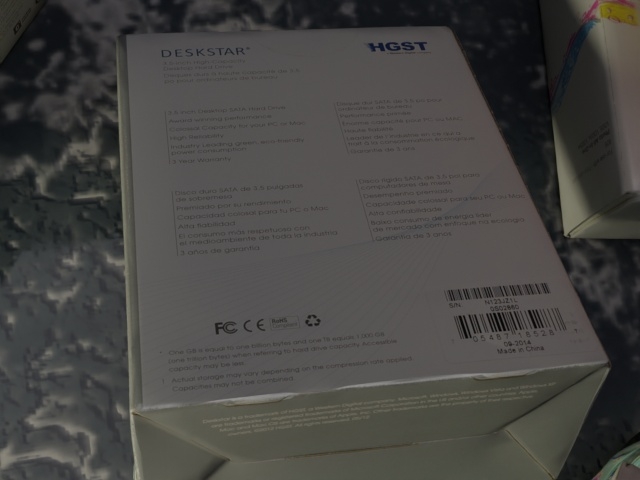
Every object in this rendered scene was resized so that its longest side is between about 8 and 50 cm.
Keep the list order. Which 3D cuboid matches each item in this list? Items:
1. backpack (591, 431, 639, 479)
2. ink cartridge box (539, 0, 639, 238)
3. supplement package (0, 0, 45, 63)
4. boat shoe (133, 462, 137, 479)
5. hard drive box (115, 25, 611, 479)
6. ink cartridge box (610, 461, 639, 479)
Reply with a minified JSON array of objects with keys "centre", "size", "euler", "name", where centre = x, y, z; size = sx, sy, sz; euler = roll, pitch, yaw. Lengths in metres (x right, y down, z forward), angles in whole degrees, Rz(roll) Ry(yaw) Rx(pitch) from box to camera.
[{"centre":[0.220,0.169,0.475],"size":[0.182,0.115,0.152],"euler":[33,75,4],"name":"backpack"},{"centre":[0.219,-0.111,0.563],"size":[0.154,0.093,0.212],"euler":[0,73,-9],"name":"ink cartridge box"},{"centre":[-0.262,-0.148,0.405],"size":[0.198,0.263,0.199],"euler":[29,72,-1],"name":"supplement package"},{"centre":[0.021,0.098,0.478],"size":[0.227,0.081,0.079],"euler":[-12,77,-12],"name":"boat shoe"},{"centre":[0.000,0.000,0.446],"size":[0.181,0.089,0.232],"euler":[-3,46,-9],"name":"hard drive box"},{"centre":[0.135,0.222,0.392],"size":[0.148,0.086,0.203],"euler":[30,109,18],"name":"ink cartridge box"}]
